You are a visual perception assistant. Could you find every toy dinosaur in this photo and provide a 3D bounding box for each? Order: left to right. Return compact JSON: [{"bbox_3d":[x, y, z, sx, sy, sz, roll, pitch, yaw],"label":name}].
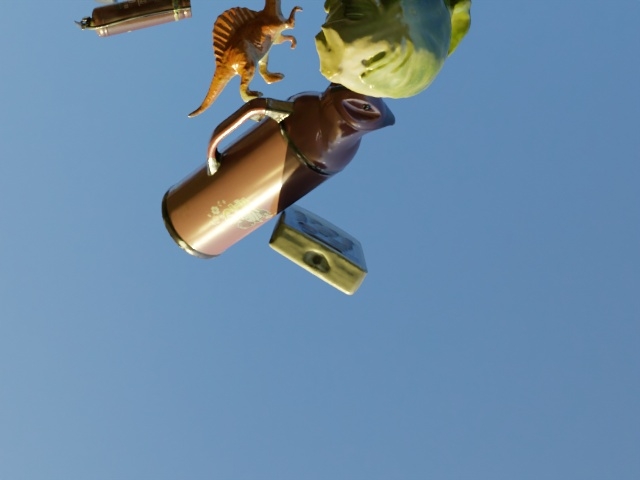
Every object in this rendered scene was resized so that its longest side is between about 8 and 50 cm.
[{"bbox_3d":[-0.108,-0.270,1.891,0.212,0.142,0.057,-29,-156,-15],"label":"toy dinosaur"}]

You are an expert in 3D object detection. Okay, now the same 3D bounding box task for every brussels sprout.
[{"bbox_3d":[0.074,-0.214,1.387,0.100,0.181,0.139,-20,-83,40],"label":"brussels sprout"}]

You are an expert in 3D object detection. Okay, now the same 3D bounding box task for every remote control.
[{"bbox_3d":[0.000,0.000,1.685,0.123,0.285,0.038,31,-82,-2],"label":"remote control"}]

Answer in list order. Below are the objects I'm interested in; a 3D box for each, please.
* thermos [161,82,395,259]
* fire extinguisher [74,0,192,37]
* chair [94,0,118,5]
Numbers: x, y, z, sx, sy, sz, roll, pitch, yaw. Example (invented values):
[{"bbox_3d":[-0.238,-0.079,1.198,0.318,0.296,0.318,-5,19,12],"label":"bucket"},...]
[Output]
[{"bbox_3d":[-0.061,-0.107,1.651,0.330,0.109,0.136,-33,-79,36],"label":"thermos"},{"bbox_3d":[-0.251,-0.303,1.820,0.158,0.043,0.064,-15,-155,-6],"label":"fire extinguisher"},{"bbox_3d":[-0.424,-0.453,2.195,0.221,0.104,0.095,17,-86,-2],"label":"chair"}]
